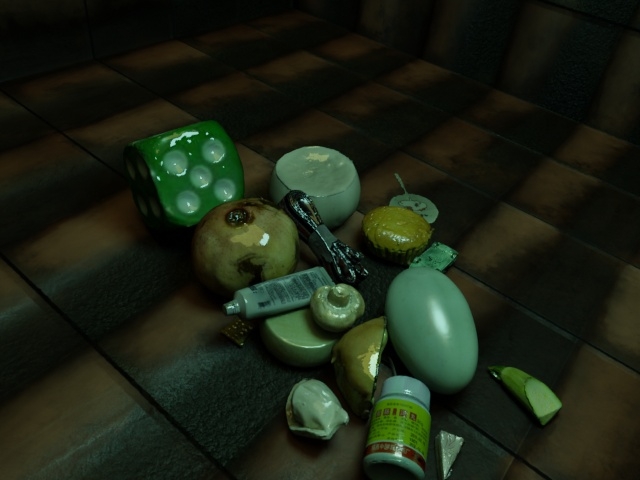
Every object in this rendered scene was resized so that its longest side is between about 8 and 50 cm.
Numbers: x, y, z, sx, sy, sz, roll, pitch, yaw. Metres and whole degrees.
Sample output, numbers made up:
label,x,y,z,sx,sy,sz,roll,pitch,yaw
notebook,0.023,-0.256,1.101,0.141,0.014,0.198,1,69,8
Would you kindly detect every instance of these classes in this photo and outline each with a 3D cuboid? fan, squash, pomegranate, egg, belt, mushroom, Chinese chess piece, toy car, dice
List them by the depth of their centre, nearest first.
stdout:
label,x,y,z,sx,sy,sz,roll,pitch,yaw
mushroom,0.043,0.172,1.377,0.147,0.112,0.148,11,33,-7
squash,0.534,0.387,1.398,0.090,0.075,0.200,-42,56,-12
egg,0.295,0.233,1.415,0.229,0.230,0.371,-2,48,-12
Chinese chess piece,-0.044,0.230,1.453,0.250,0.101,0.250,5,41,-4
pomegranate,-0.216,0.026,1.531,0.321,0.322,0.322,5,41,-4
belt,0.000,0.000,1.630,0.360,0.094,0.126,49,51,4
dice,-0.432,-0.205,1.674,0.287,0.300,0.297,-22,18,-31
toy car,0.366,0.081,1.722,0.090,0.076,0.224,30,37,25
fan,0.343,-0.170,2.057,0.190,0.009,0.329,-1,42,-11

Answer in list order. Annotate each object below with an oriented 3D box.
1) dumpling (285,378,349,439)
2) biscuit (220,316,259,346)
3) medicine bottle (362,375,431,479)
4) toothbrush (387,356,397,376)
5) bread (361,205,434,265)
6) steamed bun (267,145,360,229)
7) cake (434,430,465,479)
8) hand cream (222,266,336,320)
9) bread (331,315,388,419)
label,x,y,z,sx,sy,sz,roll,pitch,yaw
dumpling,-0.018,0.405,1.256,0.136,0.118,0.199,-38,30,-24
biscuit,-0.221,0.250,1.462,0.081,0.018,0.083,28,44,22
medicine bottle,0.182,0.441,1.221,0.139,0.139,0.225,15,41,7
toothbrush,0.209,0.384,1.389,0.019,0.013,0.193,1,41,-19
bread,0.249,-0.022,1.768,0.239,0.139,0.240,5,40,-4
steamed bun,-0.022,-0.167,1.834,0.324,0.206,0.324,2,47,-2
cake,0.287,0.510,1.233,0.065,0.052,0.121,28,45,14
hand cream,-0.105,0.147,1.421,0.340,0.078,0.124,-11,49,-34
bread,0.092,0.305,1.345,0.132,0.174,0.252,9,47,11
